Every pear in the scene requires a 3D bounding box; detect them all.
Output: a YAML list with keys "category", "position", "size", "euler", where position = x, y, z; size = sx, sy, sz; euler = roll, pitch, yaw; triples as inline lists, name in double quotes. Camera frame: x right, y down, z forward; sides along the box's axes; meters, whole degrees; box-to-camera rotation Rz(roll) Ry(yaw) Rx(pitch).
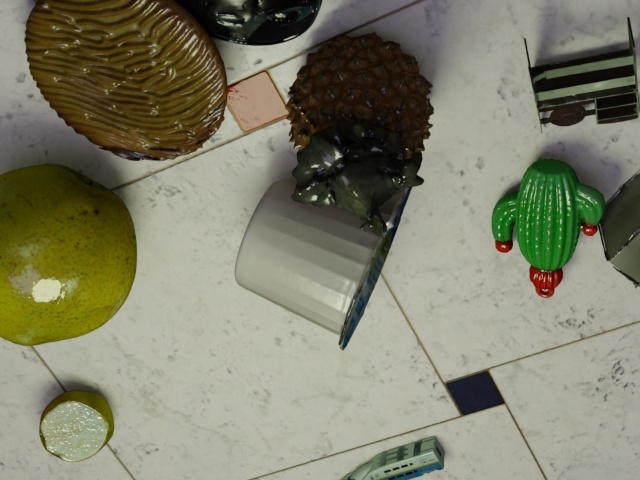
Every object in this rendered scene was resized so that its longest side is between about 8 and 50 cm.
- category: "pear"
  position: [-0.432, 0.018, 1.755]
  size: [0.294, 0.294, 0.294]
  euler: [3, 123, 5]
- category: "pear"
  position: [-0.452, 0.334, 2.055]
  size: [0.141, 0.104, 0.141]
  euler: [-4, 108, -12]

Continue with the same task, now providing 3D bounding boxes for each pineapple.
- category: "pineapple"
  position: [0.049, -0.134, 1.536]
  size: [0.223, 0.357, 0.222]
  euler: [2, 124, 3]

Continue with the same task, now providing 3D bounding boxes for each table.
- category: "table"
  position: [0.378, -0.233, 1.597]
  size: [0.146, 0.062, 0.175]
  euler: [-9, 153, 13]

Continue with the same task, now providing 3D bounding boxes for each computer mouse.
- category: "computer mouse"
  position: [-0.115, -0.341, 1.560]
  size: [0.233, 0.096, 0.137]
  euler: [7, 150, 3]

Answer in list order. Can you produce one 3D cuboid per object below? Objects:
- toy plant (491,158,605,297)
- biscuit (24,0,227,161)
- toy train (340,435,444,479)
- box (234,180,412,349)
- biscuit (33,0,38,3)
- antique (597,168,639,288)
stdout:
- category: "toy plant"
  position: [0.342, -0.020, 1.733]
  size: [0.155, 0.088, 0.240]
  euler: [28, 133, 4]
- category: "biscuit"
  position: [-0.287, -0.245, 1.628]
  size: [0.318, 0.040, 0.317]
  euler: [10, 133, 11]
- category: "toy train"
  position: [0.116, 0.427, 2.068]
  size: [0.234, 0.052, 0.051]
  euler: [-21, 114, 20]
- category: "box"
  position: [0.000, 0.000, 1.725]
  size: [0.206, 0.262, 0.291]
  euler: [21, 85, 6]
- category: "biscuit"
  position: [-0.323, -0.319, 1.647]
  size: [0.147, 0.046, 0.250]
  euler: [-17, 122, 22]
- category: "antique"
  position: [0.519, -0.015, 1.676]
  size: [0.148, 0.146, 0.152]
  euler: [31, 120, -15]
